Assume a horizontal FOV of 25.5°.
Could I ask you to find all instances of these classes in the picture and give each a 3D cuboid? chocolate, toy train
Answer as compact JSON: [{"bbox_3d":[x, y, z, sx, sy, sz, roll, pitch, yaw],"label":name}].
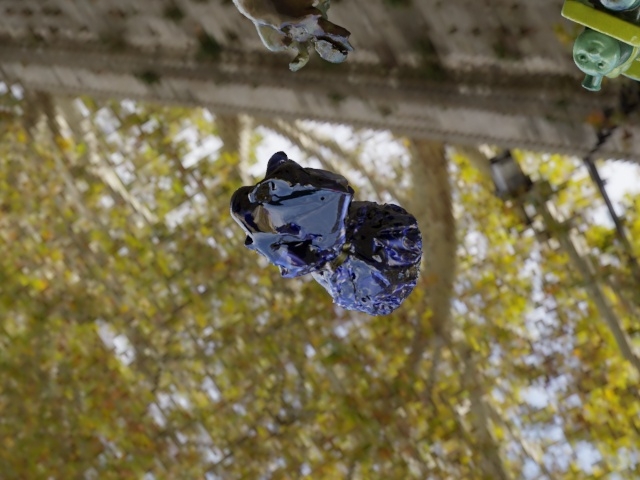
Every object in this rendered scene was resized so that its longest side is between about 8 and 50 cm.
[{"bbox_3d":[-0.001,-0.004,1.403,0.148,0.343,0.126,-5,-101,20],"label":"chocolate"},{"bbox_3d":[0.406,-0.298,1.784,0.150,0.237,0.369,27,-152,21],"label":"toy train"}]

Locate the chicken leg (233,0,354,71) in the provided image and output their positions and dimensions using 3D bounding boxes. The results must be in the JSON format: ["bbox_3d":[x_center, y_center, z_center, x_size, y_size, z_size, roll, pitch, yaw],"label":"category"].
[{"bbox_3d":[-0.140,-0.294,1.156,0.201,0.429,0.153,-41,-166,49],"label":"chicken leg"}]
